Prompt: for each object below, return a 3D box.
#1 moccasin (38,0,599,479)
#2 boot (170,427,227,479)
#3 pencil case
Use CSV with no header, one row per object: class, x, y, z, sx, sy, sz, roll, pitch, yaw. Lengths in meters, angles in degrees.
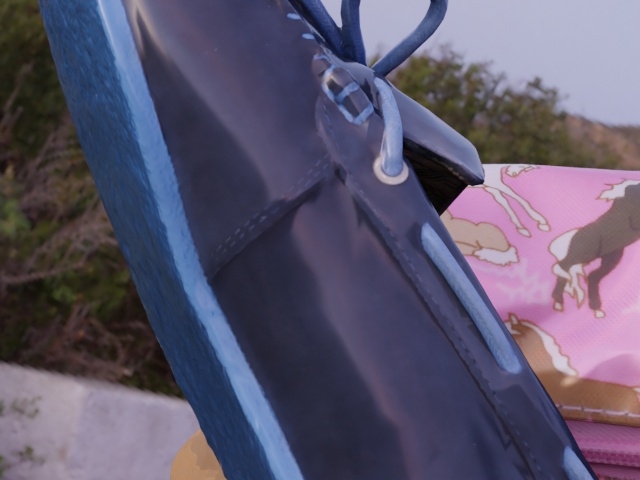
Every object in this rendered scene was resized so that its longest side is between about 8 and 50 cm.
moccasin,0.000,0.000,0.425,0.342,0.117,0.138,67,-17,5
boot,0.040,0.120,0.963,0.104,0.295,0.211,58,14,26
pencil case,0.201,0.051,0.540,0.386,0.167,0.160,3,-15,14
